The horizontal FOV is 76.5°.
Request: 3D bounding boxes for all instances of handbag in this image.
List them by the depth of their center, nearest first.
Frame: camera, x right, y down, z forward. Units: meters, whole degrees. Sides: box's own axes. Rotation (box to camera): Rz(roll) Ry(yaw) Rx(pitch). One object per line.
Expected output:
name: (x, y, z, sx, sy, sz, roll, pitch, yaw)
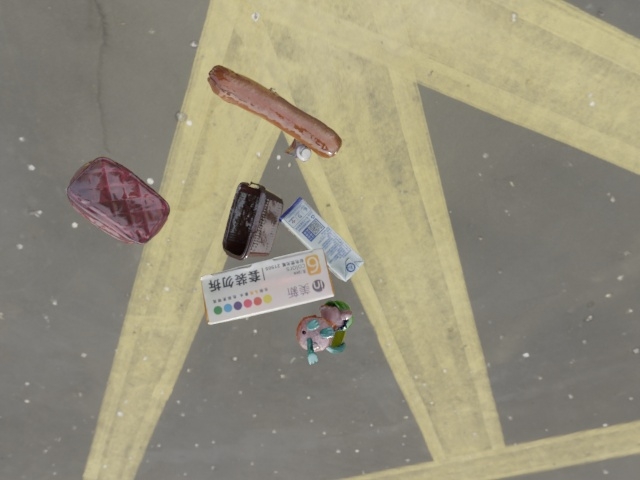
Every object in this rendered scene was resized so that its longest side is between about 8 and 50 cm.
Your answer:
handbag: (-0.487, -0.091, 0.983, 0.225, 0.146, 0.135, 41, 159, -26)

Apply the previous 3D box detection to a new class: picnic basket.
picnic basket: (-0.254, -0.067, 1.554, 0.129, 0.223, 0.296, 15, 92, -41)

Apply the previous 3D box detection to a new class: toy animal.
toy animal: (0.014, 0.183, 0.807, 0.100, 0.208, 0.103, -32, 83, 11)

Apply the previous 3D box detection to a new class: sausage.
sausage: (-0.126, -0.368, 1.168, 0.419, 0.094, 0.094, 27, 153, -10)

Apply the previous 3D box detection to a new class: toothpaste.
toothpaste: (-0.075, -0.305, 1.342, 0.048, 0.301, 0.075, 6, 107, -15)

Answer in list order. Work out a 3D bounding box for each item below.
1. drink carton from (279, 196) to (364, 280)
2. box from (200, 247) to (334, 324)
drink carton: (0.000, 0.000, 1.409, 0.315, 0.130, 0.106, 45, 86, -5)
box: (-0.092, 0.091, 0.791, 0.221, 0.274, 0.091, -13, 83, -5)
